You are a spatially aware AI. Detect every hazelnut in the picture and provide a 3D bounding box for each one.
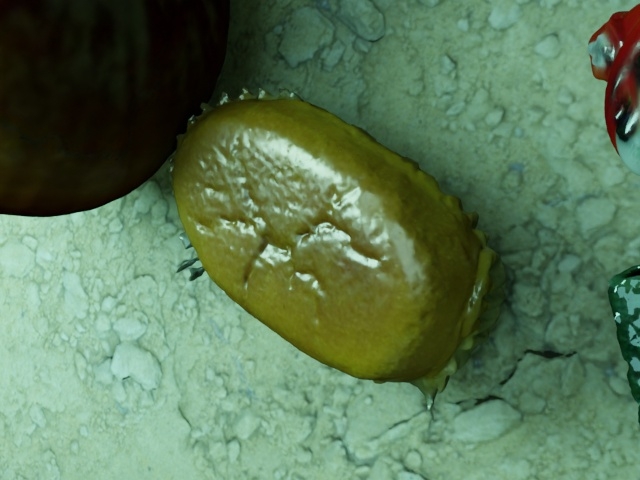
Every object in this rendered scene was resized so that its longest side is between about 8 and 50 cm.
[{"bbox_3d":[-0.286,-0.219,0.863,0.402,0.429,0.402,20,135,22],"label":"hazelnut"}]

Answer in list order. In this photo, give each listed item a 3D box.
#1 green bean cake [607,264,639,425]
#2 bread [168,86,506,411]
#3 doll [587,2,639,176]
[{"bbox_3d":[0.359,0.103,0.660,0.194,0.107,0.208,-13,81,24],"label":"green bean cake"},{"bbox_3d":[0.004,-0.012,0.816,0.389,0.183,0.236,27,102,27],"label":"bread"},{"bbox_3d":[0.318,-0.108,0.623,0.363,0.160,0.182,-111,19,-53],"label":"doll"}]
